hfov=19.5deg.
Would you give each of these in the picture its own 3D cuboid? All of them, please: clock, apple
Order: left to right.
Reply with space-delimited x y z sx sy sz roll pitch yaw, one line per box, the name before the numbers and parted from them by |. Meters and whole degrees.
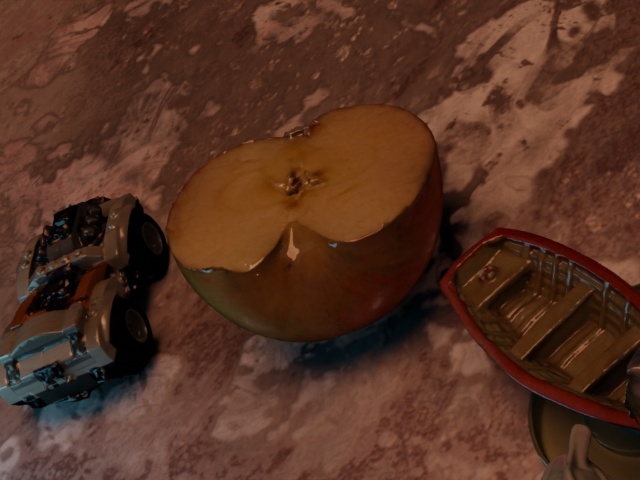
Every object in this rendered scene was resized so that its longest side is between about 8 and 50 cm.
apple | 0.000 0.000 1.954 0.293 0.163 0.251 -13 35 11
clock | 0.297 0.133 1.681 0.235 0.029 0.235 -23 40 21

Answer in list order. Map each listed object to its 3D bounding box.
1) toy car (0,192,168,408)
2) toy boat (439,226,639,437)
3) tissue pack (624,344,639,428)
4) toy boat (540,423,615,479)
toy car | -0.289 0.064 2.171 0.193 0.118 0.301 -23 39 24
toy boat | 0.244 0.100 1.674 0.136 0.079 0.392 -43 37 -6
tissue pack | 0.449 0.034 1.480 0.288 0.124 0.394 -2 29 37
toy boat | 0.212 0.288 1.499 0.100 0.199 0.290 11 46 2
